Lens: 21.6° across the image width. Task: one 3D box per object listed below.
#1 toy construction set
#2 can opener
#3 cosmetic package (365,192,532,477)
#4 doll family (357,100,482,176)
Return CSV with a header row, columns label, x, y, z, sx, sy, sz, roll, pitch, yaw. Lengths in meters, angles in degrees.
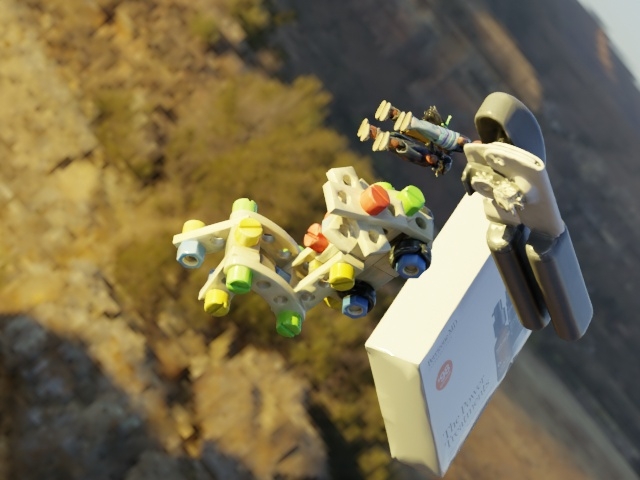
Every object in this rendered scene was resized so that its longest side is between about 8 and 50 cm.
label,x,y,z,sx,sy,sz,roll,pitch,yaw
toy construction set,0.000,0.000,1.882,0.215,0.328,0.151,29,59,-26
can opener,0.189,-0.011,1.453,0.074,0.093,0.280,17,-29,29
cosmetic package,0.212,0.113,2.444,0.097,0.377,0.284,18,-34,28
doll family,0.123,-0.114,1.938,0.111,0.076,0.193,25,10,-17
